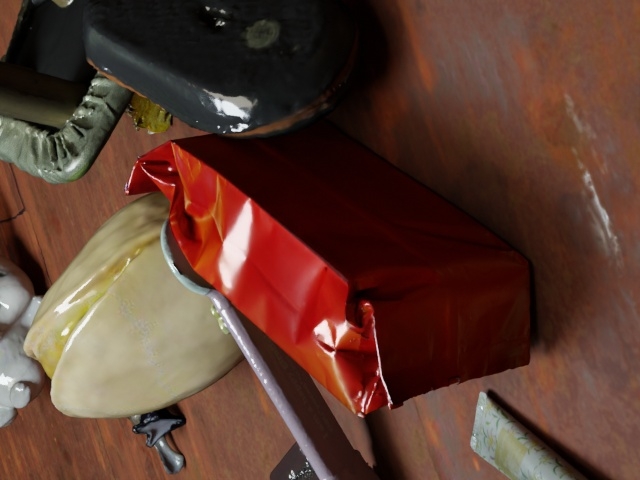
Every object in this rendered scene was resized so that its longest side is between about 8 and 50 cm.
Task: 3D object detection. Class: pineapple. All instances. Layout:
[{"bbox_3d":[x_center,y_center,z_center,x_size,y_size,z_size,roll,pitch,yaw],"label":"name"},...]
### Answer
[{"bbox_3d":[-0.219,-0.178,1.510,0.077,0.114,0.114,-14,98,37],"label":"pineapple"}]

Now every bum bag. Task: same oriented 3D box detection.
[{"bbox_3d":[0.000,0.313,1.473,0.159,0.026,0.109,57,142,22],"label":"bum bag"}]

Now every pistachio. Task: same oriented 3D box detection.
[{"bbox_3d":[-0.192,0.077,1.460,0.321,0.238,0.229,-42,61,20],"label":"pistachio"}]

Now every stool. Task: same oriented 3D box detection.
[{"bbox_3d":[-0.343,-0.253,1.429,0.310,0.226,0.310,19,84,51],"label":"stool"}]

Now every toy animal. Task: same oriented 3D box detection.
[{"bbox_3d":[-0.525,0.117,1.971,0.325,0.208,0.154,55,-177,8],"label":"toy animal"},{"bbox_3d":[-0.254,0.225,1.757,0.202,0.070,0.105,46,157,27],"label":"toy animal"}]

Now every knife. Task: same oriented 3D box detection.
[{"bbox_3d":[-0.045,0.141,1.329,0.038,0.132,0.399,-30,95,31],"label":"knife"}]

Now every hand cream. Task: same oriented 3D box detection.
[{"bbox_3d":[0.197,0.209,1.139,0.194,0.042,0.067,36,133,47],"label":"hand cream"}]

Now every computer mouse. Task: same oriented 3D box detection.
[{"bbox_3d":[-0.097,-0.194,1.244,0.323,0.183,0.116,30,160,32],"label":"computer mouse"}]

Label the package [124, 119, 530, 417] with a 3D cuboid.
[{"bbox_3d":[0.001,0.001,1.186,0.423,0.196,0.123,38,127,42],"label":"package"}]
